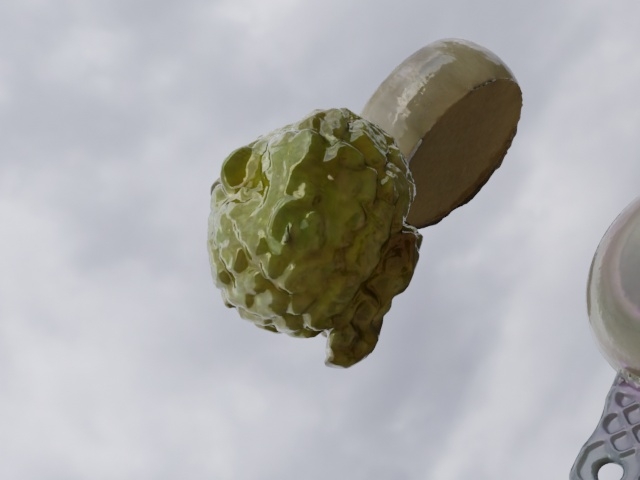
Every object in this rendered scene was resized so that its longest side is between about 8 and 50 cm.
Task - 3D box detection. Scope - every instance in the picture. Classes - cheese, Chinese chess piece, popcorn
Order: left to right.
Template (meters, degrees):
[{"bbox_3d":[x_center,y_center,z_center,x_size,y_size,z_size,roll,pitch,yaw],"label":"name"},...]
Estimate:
[{"bbox_3d":[0.000,0.000,1.823,0.237,0.206,0.251,-29,-80,-65],"label":"popcorn"},{"bbox_3d":[0.141,-0.130,2.239,0.250,0.103,0.250,-37,-27,-22],"label":"Chinese chess piece"},{"bbox_3d":[0.265,0.075,1.363,0.286,0.163,0.082,-63,-34,-26],"label":"cheese"}]
